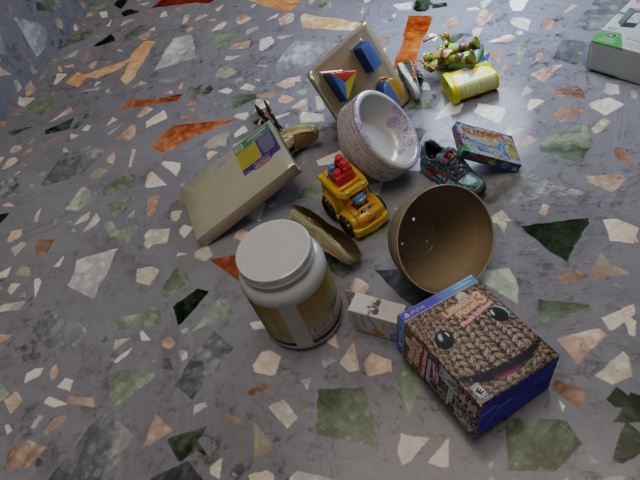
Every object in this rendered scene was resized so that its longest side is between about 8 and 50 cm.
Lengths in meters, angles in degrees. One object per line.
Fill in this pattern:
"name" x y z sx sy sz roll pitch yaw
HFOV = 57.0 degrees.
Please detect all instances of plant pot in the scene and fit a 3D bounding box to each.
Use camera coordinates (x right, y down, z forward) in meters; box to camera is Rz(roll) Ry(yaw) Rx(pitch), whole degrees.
"plant pot" 0.295 -0.008 1.594 0.284 0.284 0.191 -36 14 -13

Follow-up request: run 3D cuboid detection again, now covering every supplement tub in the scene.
"supplement tub" -0.079 0.117 1.543 0.228 0.316 0.228 -9 50 10

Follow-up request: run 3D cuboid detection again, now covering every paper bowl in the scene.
"paper bowl" 0.169 -0.320 1.875 0.148 0.284 0.284 -31 36 42

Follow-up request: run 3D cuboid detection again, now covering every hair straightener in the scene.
"hair straightener" -0.207 -0.445 2.238 0.089 0.047 0.230 -26 53 -4

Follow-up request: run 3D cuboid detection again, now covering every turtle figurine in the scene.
"turtle figurine" 0.452 -0.657 2.117 0.217 0.087 0.270 4 49 36

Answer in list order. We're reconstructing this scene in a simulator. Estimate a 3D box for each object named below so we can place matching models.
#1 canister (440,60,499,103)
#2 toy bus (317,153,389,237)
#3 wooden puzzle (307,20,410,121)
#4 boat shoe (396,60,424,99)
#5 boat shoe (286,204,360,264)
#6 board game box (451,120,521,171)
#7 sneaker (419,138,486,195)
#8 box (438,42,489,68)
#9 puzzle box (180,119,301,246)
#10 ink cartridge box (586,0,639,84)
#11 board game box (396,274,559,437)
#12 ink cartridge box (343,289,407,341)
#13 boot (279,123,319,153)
"canister" 0.525 -0.558 2.071 0.169 0.073 0.126 -18 48 1
"toy bus" 0.091 -0.150 1.783 0.149 0.211 0.220 -32 51 -11
"wooden puzzle" 0.153 -0.527 2.004 0.348 0.322 0.080 -49 27 -25
"boat shoe" 0.340 -0.596 2.158 0.070 0.078 0.219 -18 47 4
"boat shoe" 0.000 0.000 1.771 0.302 0.109 0.098 37 109 36
"board game box" 0.509 -0.288 1.812 0.201 0.035 0.136 11 48 -16
"sneaker" 0.392 -0.222 1.801 0.104 0.125 0.262 -39 51 -14
"box" 0.529 -0.686 2.196 0.178 0.042 0.109 10 56 26
"puzzle box" -0.274 -0.195 1.966 0.408 0.052 0.272 -36 48 9
"ink cartridge box" 1.062 -0.669 1.959 0.211 0.122 0.289 32 66 35
"board game box" 0.356 0.260 1.379 0.232 0.141 0.291 -26 48 -19
"ink cartridge box" 0.139 0.199 1.548 0.181 0.104 0.062 13 56 27
"boot" -0.121 -0.292 2.041 0.261 0.095 0.204 -15 48 8
